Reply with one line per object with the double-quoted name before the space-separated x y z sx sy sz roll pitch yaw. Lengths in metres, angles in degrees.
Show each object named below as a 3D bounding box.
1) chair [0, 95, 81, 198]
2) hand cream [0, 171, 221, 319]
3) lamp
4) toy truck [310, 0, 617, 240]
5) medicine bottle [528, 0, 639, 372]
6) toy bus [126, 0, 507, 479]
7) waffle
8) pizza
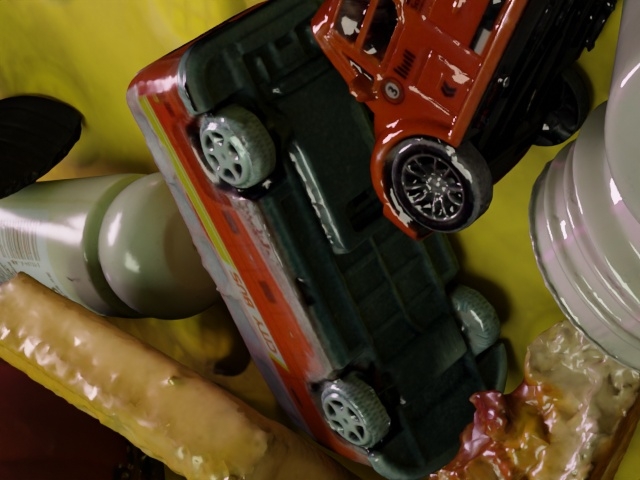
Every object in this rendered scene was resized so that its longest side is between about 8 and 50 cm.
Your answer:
"chair" -0.291 -0.108 0.807 0.221 0.140 0.145 10 127 36
"hand cream" -0.180 0.008 0.828 0.306 0.093 0.147 -3 141 45
"lamp" -0.246 0.199 0.902 0.303 0.257 0.303 174 90 -79
"toy truck" 0.075 -0.121 0.480 0.114 0.107 0.252 39 138 16
"medicine bottle" 0.206 -0.060 0.382 0.179 0.124 0.324 28 145 -16
"toy bus" 0.000 0.000 0.643 0.120 0.121 0.265 1 121 52
"waffle" -0.066 0.120 0.737 0.221 0.055 0.248 26 169 33
"pizza" 0.073 0.173 0.613 0.081 0.229 0.289 30 137 20
